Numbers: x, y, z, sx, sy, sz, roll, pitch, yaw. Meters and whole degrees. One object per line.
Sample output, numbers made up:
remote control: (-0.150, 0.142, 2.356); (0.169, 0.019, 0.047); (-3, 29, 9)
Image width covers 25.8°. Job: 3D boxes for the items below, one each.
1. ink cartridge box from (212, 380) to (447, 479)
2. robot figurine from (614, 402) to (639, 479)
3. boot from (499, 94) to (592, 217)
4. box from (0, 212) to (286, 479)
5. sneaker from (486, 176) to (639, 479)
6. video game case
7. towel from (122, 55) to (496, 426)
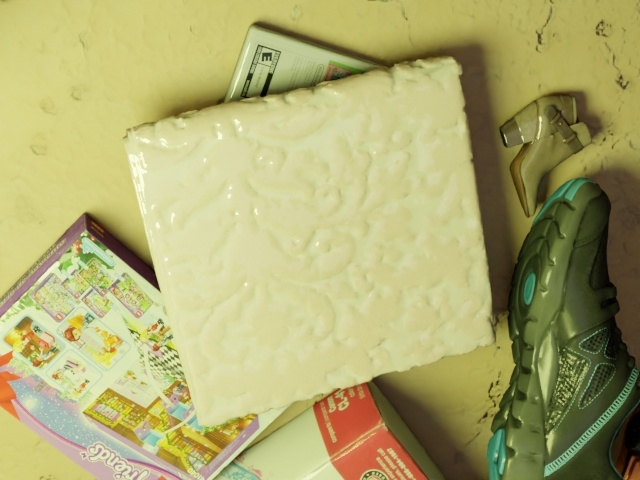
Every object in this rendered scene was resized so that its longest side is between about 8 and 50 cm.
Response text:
ink cartridge box: (-0.009, 0.324, 1.511); (0.306, 0.131, 0.226); (-33, 114, 6)
robot figurine: (0.299, 0.278, 1.551); (0.211, 0.085, 0.291); (18, 101, -12)
boot: (0.235, -0.089, 1.429); (0.087, 0.042, 0.118); (-20, 115, -3)
box: (-0.202, 0.138, 1.440); (0.201, 0.057, 0.293); (-44, 112, 8)
sneaker: (0.265, 0.106, 1.443); (0.140, 0.125, 0.341); (8, 97, -5)
video game case: (-0.013, -0.088, 1.397); (0.193, 0.023, 0.212); (16, 108, -15)
towel: (0.000, 0.000, 1.381); (0.332, 0.053, 0.317); (-14, 111, -9)
